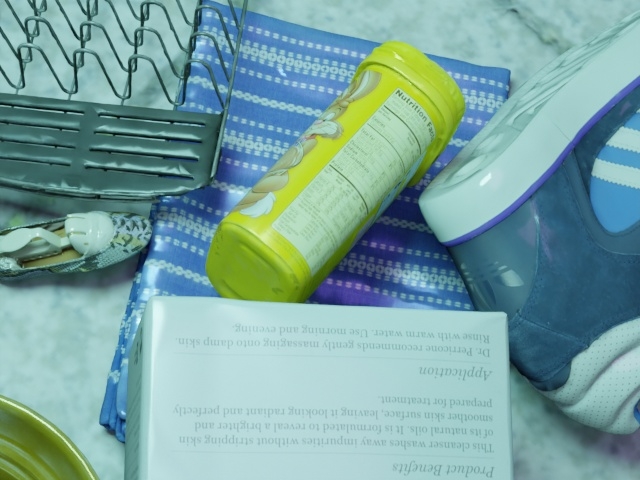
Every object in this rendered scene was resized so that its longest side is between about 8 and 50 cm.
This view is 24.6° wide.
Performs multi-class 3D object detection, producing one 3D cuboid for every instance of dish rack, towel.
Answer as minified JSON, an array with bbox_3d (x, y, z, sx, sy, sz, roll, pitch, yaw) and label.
[{"bbox_3d":[-0.146,-0.155,0.998,0.208,0.074,0.272,5,62,6],"label":"dish rack"},{"bbox_3d":[0.000,0.000,1.004,0.243,0.040,0.336,12,66,-6],"label":"towel"}]

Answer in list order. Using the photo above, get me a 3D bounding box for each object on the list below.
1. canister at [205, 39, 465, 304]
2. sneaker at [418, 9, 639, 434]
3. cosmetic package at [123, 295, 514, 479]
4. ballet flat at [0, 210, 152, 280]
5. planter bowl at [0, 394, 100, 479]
[{"bbox_3d":[0.007,-0.033,0.937,0.073,0.126,0.170,39,66,5],"label":"canister"},{"bbox_3d":[0.224,-0.012,1.020,0.323,0.130,0.236,-42,100,-37],"label":"sneaker"},{"bbox_3d":[-0.007,0.234,0.823,0.217,0.156,0.385,5,75,-10],"label":"cosmetic package"},{"bbox_3d":[-0.168,0.001,0.956,0.114,0.041,0.041,-12,69,6],"label":"ballet flat"},{"bbox_3d":[-0.226,0.199,0.855,0.217,0.090,0.217,3,67,-7],"label":"planter bowl"}]
